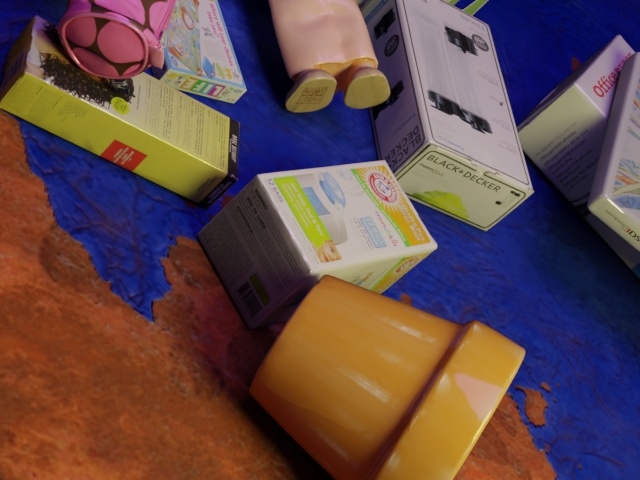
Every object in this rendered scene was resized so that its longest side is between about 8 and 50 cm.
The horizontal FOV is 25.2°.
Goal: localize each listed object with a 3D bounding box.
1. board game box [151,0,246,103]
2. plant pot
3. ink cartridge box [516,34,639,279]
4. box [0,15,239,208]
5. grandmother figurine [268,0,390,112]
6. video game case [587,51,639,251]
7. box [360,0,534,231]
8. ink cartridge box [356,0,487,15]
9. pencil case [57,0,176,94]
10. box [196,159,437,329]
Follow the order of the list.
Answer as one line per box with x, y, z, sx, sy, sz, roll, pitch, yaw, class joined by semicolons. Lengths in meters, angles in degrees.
-0.145;-0.223;1.529;0.103;0.026;0.154;10;49;-40;board game box
0.048;0.133;1.266;0.188;0.205;0.205;32;35;6;plant pot
0.430;-0.099;1.921;0.307;0.129;0.223;48;37;0;ink cartridge box
-0.186;-0.119;1.360;0.232;0.058;0.087;26;41;-28;box
-0.027;-0.313;1.634;0.208;0.104;0.342;-1;65;-26;grandmother figurine
0.476;-0.055;1.790;0.300;0.036;0.329;38;42;-11;video game case
0.143;-0.168;1.724;0.169;0.087;0.290;21;43;-33;box
0.131;-0.348;1.812;0.235;0.171;0.056;4;53;-45;ink cartridge box
-0.173;-0.241;1.346;0.098;0.095;0.209;7;50;6;pencil case
0.000;0.000;1.401;0.203;0.103;0.114;-9;64;-50;box
